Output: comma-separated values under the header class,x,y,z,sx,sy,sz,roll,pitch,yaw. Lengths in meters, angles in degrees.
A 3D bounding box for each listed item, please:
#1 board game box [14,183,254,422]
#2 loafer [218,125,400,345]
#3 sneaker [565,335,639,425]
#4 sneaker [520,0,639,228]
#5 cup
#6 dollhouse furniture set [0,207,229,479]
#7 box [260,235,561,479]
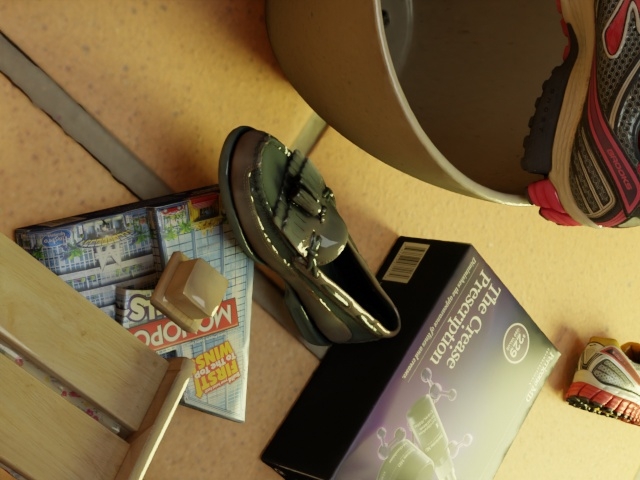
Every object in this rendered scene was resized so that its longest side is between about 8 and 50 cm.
class,x,y,z,sx,sy,sz,roll,pitch,yaw
board game box,-0.129,0.066,0.928,0.194,0.060,0.194,-16,103,-38
loafer,0.000,0.000,0.961,0.267,0.084,0.096,62,39,-50
sneaker,0.380,0.169,1.342,0.225,0.088,0.092,22,78,-39
sneaker,0.249,-0.152,0.882,0.121,0.112,0.299,14,84,-40
cup,0.090,-0.199,0.972,0.331,0.237,0.331,-5,97,-39
dollhouse furniture set,-0.277,0.090,0.773,0.303,0.174,0.355,45,53,-29
box,0.093,0.154,1.096,0.184,0.103,0.261,48,64,-35
